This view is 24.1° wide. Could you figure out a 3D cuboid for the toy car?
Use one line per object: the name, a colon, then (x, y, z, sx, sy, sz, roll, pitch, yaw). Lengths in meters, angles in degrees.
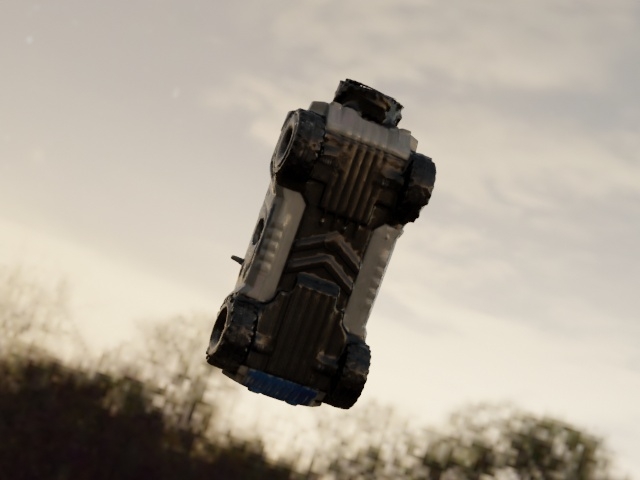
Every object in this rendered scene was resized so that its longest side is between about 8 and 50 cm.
toy car: (0.000, 0.000, 0.781, 0.080, 0.170, 0.070, 20, -3, -14)
